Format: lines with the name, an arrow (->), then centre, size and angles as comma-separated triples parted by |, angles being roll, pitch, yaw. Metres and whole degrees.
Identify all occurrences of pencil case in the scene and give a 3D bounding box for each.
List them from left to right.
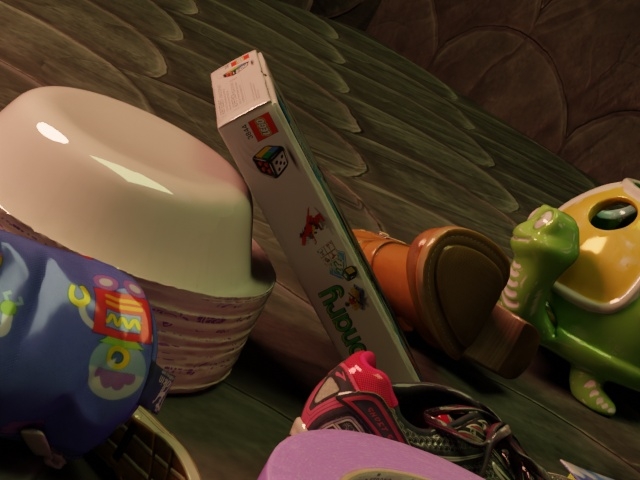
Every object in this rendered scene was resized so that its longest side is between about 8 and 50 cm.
pencil case -> -0.240, 0.048, 0.831 | 0.306, 0.133, 0.119 | 18, -27, -36

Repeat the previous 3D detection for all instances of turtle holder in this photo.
turtle holder -> 0.320, 0.043, 1.642 | 0.320, 0.227, 0.243 | 24, 16, -17

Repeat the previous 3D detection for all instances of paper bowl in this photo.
paper bowl -> -0.168, -0.017, 1.126 | 0.284, 0.148, 0.284 | 25, 16, -8

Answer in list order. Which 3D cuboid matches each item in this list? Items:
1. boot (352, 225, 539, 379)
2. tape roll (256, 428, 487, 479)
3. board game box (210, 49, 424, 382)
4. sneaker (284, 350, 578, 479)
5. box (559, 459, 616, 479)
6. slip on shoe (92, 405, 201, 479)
boot -> 0.084, 0.028, 1.418 | 0.220, 0.109, 0.283 | 29, -3, 31
tape roll -> 0.072, 0.225, 0.849 | 0.275, 0.090, 0.275 | 26, 14, -7
board game box -> 0.000, 0.000, 1.223 | 0.305, 0.053, 0.193 | 63, 4, -19
sneaker -> 0.116, 0.174, 1.054 | 0.299, 0.112, 0.121 | 21, 15, -30
box -> 0.280, 0.250, 1.221 | 0.178, 0.042, 0.109 | 22, 15, -30
slip on shoe -> -0.105, 0.140, 0.904 | 0.041, 0.051, 0.135 | 30, 3, -46
